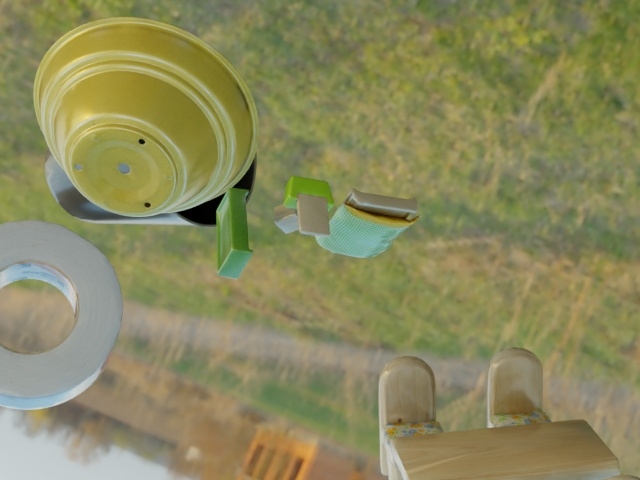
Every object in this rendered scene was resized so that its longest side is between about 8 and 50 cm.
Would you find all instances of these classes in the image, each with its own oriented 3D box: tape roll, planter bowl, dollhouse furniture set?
[{"bbox_3d":[-0.348,0.089,1.630,0.219,0.219,0.072,24,159,-4],"label":"tape roll"},{"bbox_3d":[-0.170,-0.088,1.247,0.217,0.090,0.217,6,131,6],"label":"planter bowl"},{"bbox_3d":[0.000,0.000,1.017,0.151,0.059,0.076,8,145,-21],"label":"dollhouse furniture set"},{"bbox_3d":[0.276,0.187,1.439,0.394,0.257,0.362,-4,-164,-7],"label":"dollhouse furniture set"}]

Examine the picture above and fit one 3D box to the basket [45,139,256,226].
[{"bbox_3d":[-0.202,-0.099,1.516,0.154,0.204,0.226,-23,-173,-38],"label":"basket"}]
